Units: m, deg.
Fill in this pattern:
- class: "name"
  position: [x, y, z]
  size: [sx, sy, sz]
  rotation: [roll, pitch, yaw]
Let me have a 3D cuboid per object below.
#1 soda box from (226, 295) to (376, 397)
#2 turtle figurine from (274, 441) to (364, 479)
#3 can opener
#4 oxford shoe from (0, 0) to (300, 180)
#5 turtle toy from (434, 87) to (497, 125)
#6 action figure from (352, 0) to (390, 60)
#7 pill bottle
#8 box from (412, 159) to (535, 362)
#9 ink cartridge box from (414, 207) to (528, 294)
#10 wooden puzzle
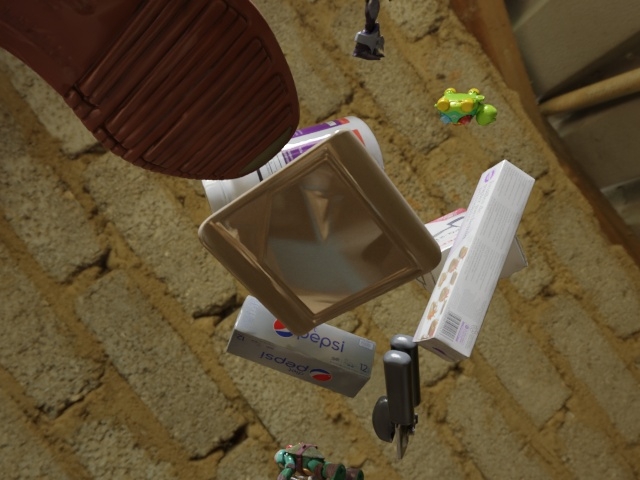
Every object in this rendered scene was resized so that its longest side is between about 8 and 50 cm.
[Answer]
- class: "soda box"
  position: [-0.039, 0.218, 1.068]
  size: [0.287, 0.091, 0.098]
  rotation: [21, -44, -5]
- class: "turtle figurine"
  position: [-0.032, 0.501, 1.131]
  size: [0.234, 0.118, 0.175]
  rotation: [-10, -15, 37]
- class: "can opener"
  position: [0.125, 0.280, 0.926]
  size: [0.095, 0.076, 0.283]
  rotation: [9, -51, 24]
- class: "oxford shoe"
  position: [-0.145, -0.163, 0.339]
  size: [0.146, 0.140, 0.397]
  rotation: [55, 10, 29]
- class: "turtle toy"
  position: [0.304, -0.275, 1.099]
  size: [0.130, 0.095, 0.066]
  rotation: [9, -55, 23]
- class: "action figure"
  position: [0.140, -0.629, 1.378]
  size: [0.185, 0.099, 0.284]
  rotation: [-90, -177, -64]
- class: "pill bottle"
  position: [-0.053, -0.112, 0.990]
  size: [0.181, 0.323, 0.181]
  rotation: [162, -90, -79]
- class: "box"
  position: [0.236, 0.025, 0.788]
  size: [0.067, 0.323, 0.063]
  rotation: [31, -23, -8]
- class: "ink cartridge box"
  position: [0.263, 0.022, 1.032]
  size: [0.237, 0.172, 0.100]
  rotation: [-128, -167, -79]
- class: "wooden puzzle"
  position: [0.000, 0.000, 0.672]
  size: [0.221, 0.239, 0.044]
  rotation: [49, 23, -23]
